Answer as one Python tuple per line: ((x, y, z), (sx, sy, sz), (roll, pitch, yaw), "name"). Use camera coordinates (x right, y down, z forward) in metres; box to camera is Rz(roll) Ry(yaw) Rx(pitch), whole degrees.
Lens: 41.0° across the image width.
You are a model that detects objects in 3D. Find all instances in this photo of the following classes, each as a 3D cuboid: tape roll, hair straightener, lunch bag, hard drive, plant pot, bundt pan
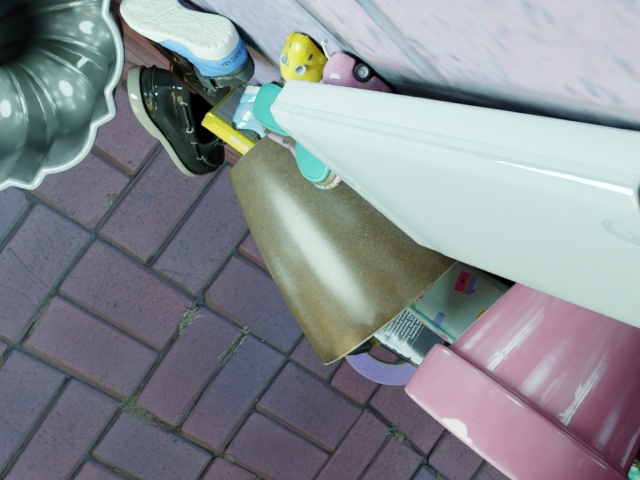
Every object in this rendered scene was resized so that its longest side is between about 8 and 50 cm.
((0.175, 0.200, 2.025), (0.275, 0.275, 0.090), (36, 178, 4), "tape roll")
((-0.159, -0.225, 1.086), (0.089, 0.047, 0.230), (35, 174, 18), "hair straightener")
((0.248, 0.119, 1.198), (0.224, 0.108, 0.279), (31, -176, -45), "lunch bag")
((0.120, -0.019, 0.541), (0.203, 0.040, 0.307), (37, 172, -36), "hard drive")
((0.201, 0.113, 0.723), (0.201, 0.180, 0.201), (35, 179, 1), "plant pot")
((0.013, -0.020, 0.950), (0.230, 0.215, 0.215), (50, 179, 1), "plant pot")
((-0.355, -0.220, 0.892), (0.331, 0.331, 0.124), (36, -158, -16), "bundt pan")

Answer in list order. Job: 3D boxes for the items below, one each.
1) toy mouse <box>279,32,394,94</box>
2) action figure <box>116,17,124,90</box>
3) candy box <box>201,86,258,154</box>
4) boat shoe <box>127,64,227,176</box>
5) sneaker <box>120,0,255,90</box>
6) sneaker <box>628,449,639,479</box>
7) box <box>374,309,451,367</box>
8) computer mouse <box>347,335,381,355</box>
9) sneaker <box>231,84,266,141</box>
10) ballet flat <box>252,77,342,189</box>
((0.026, -0.107, 0.656), (0.143, 0.031, 0.161), (36, 178, 1), "toy mouse")
((-0.356, -0.271, 1.134), (0.276, 0.248, 0.370), (1, 167, -26), "action figure")
((-0.046, -0.115, 1.100), (0.206, 0.027, 0.105), (36, -149, -4), "candy box")
((-0.205, -0.202, 1.448), (0.113, 0.127, 0.340), (-8, 158, 11), "boat shoe")
((-0.127, -0.195, 0.838), (0.152, 0.058, 0.084), (28, 166, 29), "sneaker")
((0.343, 0.188, 0.834), (0.178, 0.124, 0.295), (41, -176, -18), "sneaker")
((0.136, 0.107, 1.608), (0.312, 0.179, 0.343), (31, 177, 20), "box")
((0.069, 0.046, 1.111), (0.060, 0.184, 0.262), (-19, 174, 43), "computer mouse")
((-0.041, -0.116, 1.040), (0.162, 0.073, 0.063), (37, 178, -20), "sneaker")
((0.004, -0.101, 0.806), (0.079, 0.077, 0.221), (13, -165, -27), "ballet flat")
